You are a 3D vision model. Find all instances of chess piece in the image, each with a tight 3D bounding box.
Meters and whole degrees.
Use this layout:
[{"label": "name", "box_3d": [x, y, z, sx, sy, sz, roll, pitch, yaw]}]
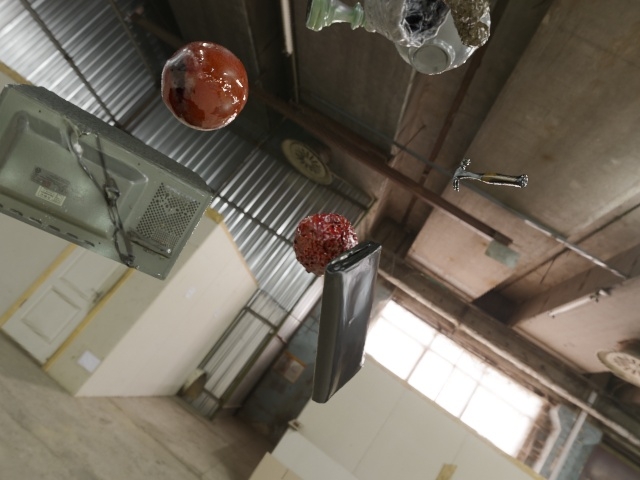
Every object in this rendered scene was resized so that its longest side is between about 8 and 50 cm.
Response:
[{"label": "chess piece", "box_3d": [0.095, -0.717, 1.420, 0.272, 0.139, 0.139, 6, -9, -12]}]

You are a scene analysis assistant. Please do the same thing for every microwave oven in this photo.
[{"label": "microwave oven", "box_3d": [-0.512, -0.136, 1.038, 0.432, 0.236, 0.374, 29, 5, -27]}]

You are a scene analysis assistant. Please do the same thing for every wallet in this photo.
[{"label": "wallet", "box_3d": [0.067, 0.214, 1.174, 0.062, 0.228, 0.406, 21, -61, 29]}]

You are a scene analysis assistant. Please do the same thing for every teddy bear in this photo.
[{"label": "teddy bear", "box_3d": [0.306, -0.552, 0.940, 0.129, 0.251, 0.182, 11, -2, 21]}]

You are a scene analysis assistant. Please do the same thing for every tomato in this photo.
[{"label": "tomato", "box_3d": [-0.288, -0.377, 1.097, 0.208, 0.184, 0.208, 15, -65, 37]}]

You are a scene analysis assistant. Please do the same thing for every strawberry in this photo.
[{"label": "strawberry", "box_3d": [0.000, 0.000, 1.259, 0.187, 0.184, 0.201, -4, -28, 31]}]

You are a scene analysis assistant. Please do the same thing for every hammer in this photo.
[{"label": "hammer", "box_3d": [0.358, -0.133, 0.967, 0.021, 0.078, 0.201, 29, 1, -28]}]

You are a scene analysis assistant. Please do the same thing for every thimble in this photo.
[{"label": "thimble", "box_3d": [0.244, -0.654, 1.191, 0.217, 0.245, 0.157, 3, 38, -46]}]

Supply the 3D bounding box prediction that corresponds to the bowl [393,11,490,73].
[{"label": "bowl", "box_3d": [0.382, -0.670, 1.512, 0.346, 0.157, 0.345, 13, -17, 4]}]
